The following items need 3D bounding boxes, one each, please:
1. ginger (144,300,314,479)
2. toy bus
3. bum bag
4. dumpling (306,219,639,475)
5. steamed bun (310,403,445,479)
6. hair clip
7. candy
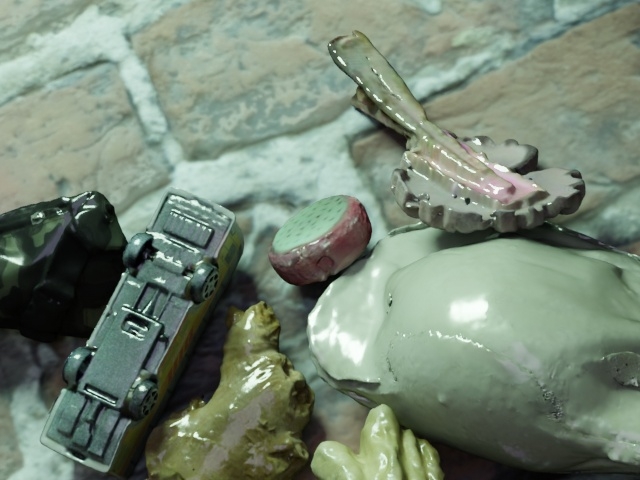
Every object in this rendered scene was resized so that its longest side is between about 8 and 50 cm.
[{"bbox_3d":[-0.069,0.167,1.828,0.137,0.074,0.213,29,73,9],"label":"ginger"},{"bbox_3d":[-0.160,0.089,1.853,0.092,0.106,0.268,23,79,16],"label":"toy bus"},{"bbox_3d":[-0.338,0.038,1.906,0.340,0.095,0.144,-8,112,11],"label":"bum bag"},{"bbox_3d":[0.182,0.075,1.758,0.341,0.181,0.260,-5,40,46],"label":"dumpling"},{"bbox_3d":[0.047,0.372,1.664,0.189,0.247,0.428,-11,54,-7],"label":"steamed bun"},{"bbox_3d":[0.109,-0.090,1.863,0.173,0.069,0.300,-21,48,-31],"label":"hair clip"},{"bbox_3d":[0.000,0.000,1.861,0.103,0.103,0.043,-34,112,-2],"label":"candy"}]
